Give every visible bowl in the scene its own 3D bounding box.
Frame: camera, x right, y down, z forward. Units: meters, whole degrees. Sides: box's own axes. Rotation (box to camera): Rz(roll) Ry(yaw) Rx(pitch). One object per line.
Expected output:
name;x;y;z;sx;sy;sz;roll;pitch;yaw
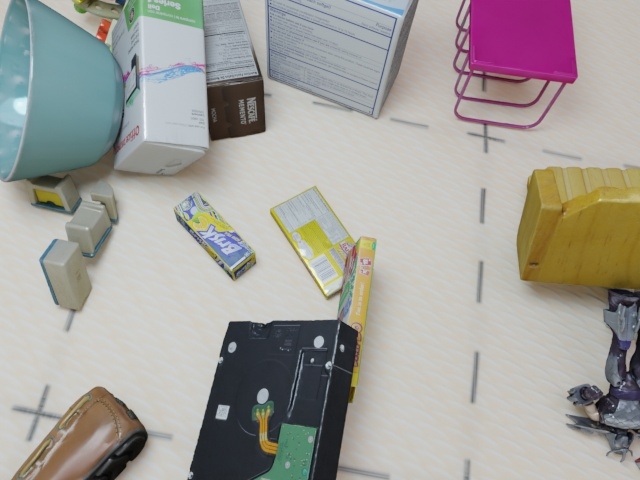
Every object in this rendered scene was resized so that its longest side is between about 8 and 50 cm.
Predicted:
bowl;-0.453;-0.247;0.920;0.163;0.311;0.311;4;60;-40

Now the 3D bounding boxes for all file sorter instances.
file sorter;0.396;-0.409;1.129;0.202;0.182;0.291;8;64;1

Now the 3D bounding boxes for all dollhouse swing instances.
dollhouse swing;0.524;-0.089;0.882;0.346;0.315;0.305;4;58;14

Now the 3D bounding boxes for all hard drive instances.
hard drive;-0.077;0.286;0.772;0.237;0.064;0.339;-8;59;36

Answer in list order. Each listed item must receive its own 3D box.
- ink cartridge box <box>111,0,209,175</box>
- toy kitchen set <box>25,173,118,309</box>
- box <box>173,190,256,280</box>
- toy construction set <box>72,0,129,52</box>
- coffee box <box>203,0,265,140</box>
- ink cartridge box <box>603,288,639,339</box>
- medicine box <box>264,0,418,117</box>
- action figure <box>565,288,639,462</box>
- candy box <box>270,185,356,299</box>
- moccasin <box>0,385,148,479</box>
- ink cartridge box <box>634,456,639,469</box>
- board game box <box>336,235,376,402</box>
ink cartridge box;-0.295;-0.276;0.954;0.117;0.201;0.278;1;83;-34
toy kitchen set;-0.470;-0.008;0.938;0.166;0.122;0.207;12;45;1
box;-0.194;-0.009;0.973;0.059;0.054;0.169;-40;75;-19
toy construction set;-0.449;-0.427;1.085;0.215;0.151;0.328;20;75;-29
coffee box;-0.203;-0.377;1.077;0.119;0.168;0.297;-13;68;-11
ink cartridge box;0.651;0.121;0.958;0.212;0.093;0.154;23;66;9
medicine box;0.038;-0.424;1.048;0.263;0.289;0.149;23;66;6
action figure;0.498;0.224;0.859;0.185;0.099;0.285;3;94;-4
candy box;0.000;0.000;0.998;0.105;0.027;0.206;-28;71;-18
moccasin;-0.428;0.373;0.738;0.147;0.139;0.380;34;70;17
ink cartridge box;0.620;0.339;0.837;0.175;0.127;0.072;-21;66;-14
board game box;0.050;0.133;0.873;0.039;0.124;0.259;9;72;-6
